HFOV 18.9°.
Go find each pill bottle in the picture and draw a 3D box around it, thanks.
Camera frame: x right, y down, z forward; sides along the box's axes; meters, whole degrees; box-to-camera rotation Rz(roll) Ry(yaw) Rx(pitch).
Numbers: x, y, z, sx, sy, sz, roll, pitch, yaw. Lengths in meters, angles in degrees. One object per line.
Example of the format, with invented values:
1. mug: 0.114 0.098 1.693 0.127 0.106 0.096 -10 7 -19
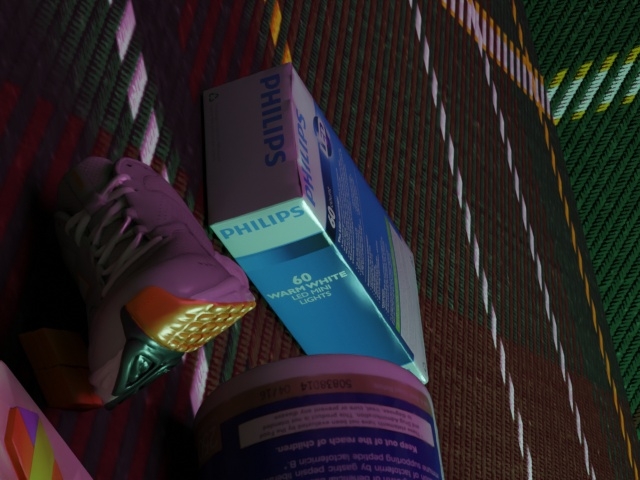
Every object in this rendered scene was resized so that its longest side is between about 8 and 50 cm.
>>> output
1. pill bottle: 0.009 0.214 1.139 0.153 0.153 0.265 50 27 -54

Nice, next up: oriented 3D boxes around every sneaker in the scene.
1. sneaker: -0.107 0.012 1.051 0.121 0.099 0.262 55 -2 -4

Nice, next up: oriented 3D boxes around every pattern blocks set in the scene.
1. pattern blocks set: -0.132 0.157 0.951 0.325 0.026 0.285 52 26 -53

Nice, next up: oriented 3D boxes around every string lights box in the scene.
1. string lights box: 0.000 0.000 1.470 0.260 0.076 0.133 55 23 -47
